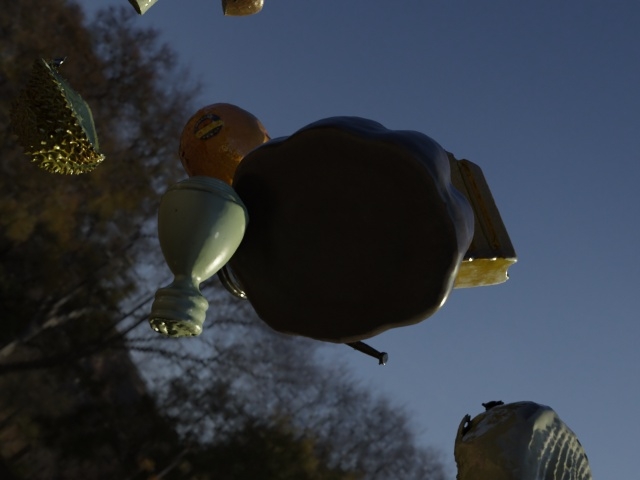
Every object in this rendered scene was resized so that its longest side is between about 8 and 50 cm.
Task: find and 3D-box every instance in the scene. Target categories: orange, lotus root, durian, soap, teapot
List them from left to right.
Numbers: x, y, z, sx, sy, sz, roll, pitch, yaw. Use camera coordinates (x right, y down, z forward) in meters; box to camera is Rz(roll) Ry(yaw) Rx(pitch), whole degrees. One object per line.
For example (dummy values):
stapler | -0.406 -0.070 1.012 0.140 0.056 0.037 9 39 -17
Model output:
durian | -0.500 -0.227 1.913 0.193 0.138 0.237 58 9 -60
teapot | -0.243 -0.371 1.518 0.057 0.083 0.067 59 -12 -10
orange | -0.193 -0.181 2.181 0.219 0.193 0.219 60 -9 15
lotus root | -0.151 -0.474 1.961 0.122 0.081 0.112 -106 -156 -51
soap | 0.192 -0.038 1.580 0.073 0.140 0.232 103 -21 -48

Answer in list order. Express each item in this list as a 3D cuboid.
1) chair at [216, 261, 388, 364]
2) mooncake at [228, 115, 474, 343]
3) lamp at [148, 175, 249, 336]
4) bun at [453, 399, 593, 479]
chair | 0.000 0.000 2.356 0.410 0.364 0.361 7 -48 32
mooncake | 0.037 -0.015 1.311 0.306 0.306 0.154 53 19 0
lamp | -0.145 0.015 1.203 0.106 0.193 0.106 9 -23 4
bun | 0.226 0.298 1.191 0.141 0.239 0.239 -21 -69 26
